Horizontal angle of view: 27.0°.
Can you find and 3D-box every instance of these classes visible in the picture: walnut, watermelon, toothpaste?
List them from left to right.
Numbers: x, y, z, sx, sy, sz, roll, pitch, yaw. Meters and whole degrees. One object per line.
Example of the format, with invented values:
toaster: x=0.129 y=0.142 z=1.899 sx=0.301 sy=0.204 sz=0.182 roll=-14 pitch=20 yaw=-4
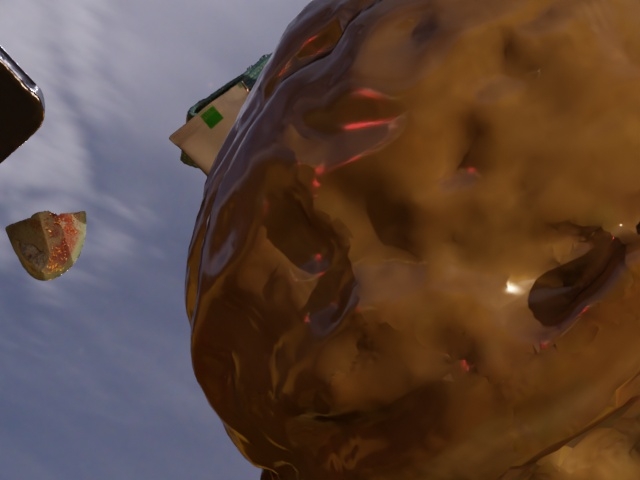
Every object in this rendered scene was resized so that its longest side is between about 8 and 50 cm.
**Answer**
watermelon: x=-0.270 y=-0.002 z=1.307 sx=0.085 sy=0.085 sz=0.061 roll=11 pitch=-38 yaw=19
toothpaste: x=0.000 y=0.000 z=1.139 sx=0.075 sy=0.048 sz=0.301 roll=-39 pitch=-84 yaw=22
walnut: x=0.067 y=-0.005 z=0.412 sx=0.245 sy=0.198 sz=0.198 roll=-38 pitch=-49 yaw=12

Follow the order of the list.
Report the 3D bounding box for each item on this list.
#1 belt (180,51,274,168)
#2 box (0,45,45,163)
belt: x=-0.054 y=-0.115 z=1.259 sx=0.100 sy=0.179 sz=0.065 roll=37 pitch=-40 yaw=19
box: x=-0.464 y=-0.091 z=1.333 sx=0.211 sy=0.350 sz=0.058 roll=49 pitch=4 yaw=-18
